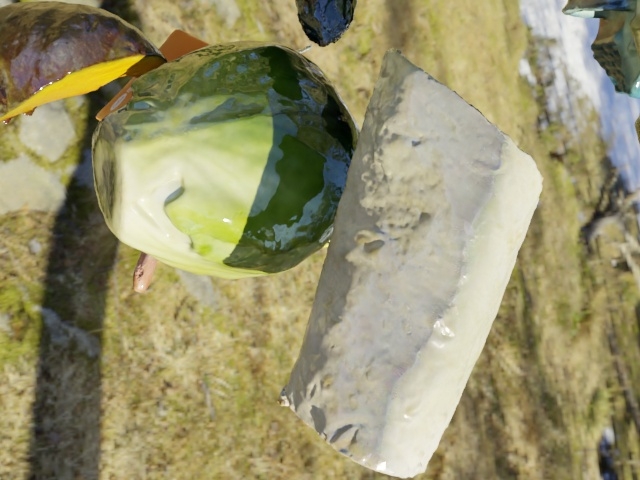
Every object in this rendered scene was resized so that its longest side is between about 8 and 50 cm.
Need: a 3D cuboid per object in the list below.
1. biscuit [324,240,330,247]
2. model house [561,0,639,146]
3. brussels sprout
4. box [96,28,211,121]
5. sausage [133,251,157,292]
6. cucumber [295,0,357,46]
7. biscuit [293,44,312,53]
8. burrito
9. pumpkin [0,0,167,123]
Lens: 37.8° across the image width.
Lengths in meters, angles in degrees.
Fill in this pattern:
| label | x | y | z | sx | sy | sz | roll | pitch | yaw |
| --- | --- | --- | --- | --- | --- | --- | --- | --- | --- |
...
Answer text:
| label | x | y | z | sx | sy | sz | roll | pitch | yaw |
| --- | --- | --- | --- | --- | --- | --- | --- | --- | --- |
| biscuit | 0.000 | 0.000 | 1.549 | 0.084 | 0.084 | 0.023 | -7 | 94 | -54 |
| model house | 0.350 | -0.233 | 1.016 | 0.194 | 0.267 | 0.325 | 1 | 99 | -15 |
| brussels sprout | -0.083 | -0.069 | 0.846 | 0.271 | 0.210 | 0.219 | -15 | 74 | -43 |
| box | -0.194 | -0.197 | 1.568 | 0.225 | 0.341 | 0.143 | -49 | 135 | -7 |
| sausage | -0.343 | 0.016 | 1.892 | 0.043 | 0.043 | 0.186 | 34 | 60 | -43 |
| cucumber | 0.006 | -0.263 | 0.855 | 0.067 | 0.067 | 0.245 | 48 | 31 | -34 |
| biscuit | -0.114 | -0.124 | 1.261 | 0.079 | 0.186 | 0.309 | 24 | 90 | -20 |
| burrito | 0.071 | 0.020 | 0.697 | 0.105 | 0.143 | 0.299 | -9 | 117 | -82 |
| pumpkin | -0.370 | -0.289 | 1.327 | 0.312 | 0.148 | 0.169 | -25 | 91 | -36 |
